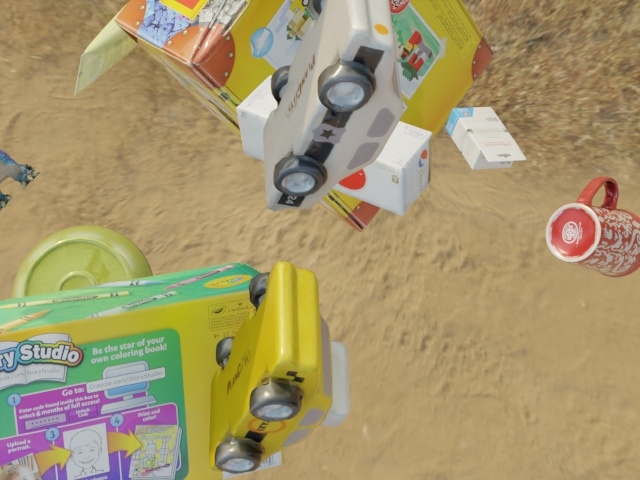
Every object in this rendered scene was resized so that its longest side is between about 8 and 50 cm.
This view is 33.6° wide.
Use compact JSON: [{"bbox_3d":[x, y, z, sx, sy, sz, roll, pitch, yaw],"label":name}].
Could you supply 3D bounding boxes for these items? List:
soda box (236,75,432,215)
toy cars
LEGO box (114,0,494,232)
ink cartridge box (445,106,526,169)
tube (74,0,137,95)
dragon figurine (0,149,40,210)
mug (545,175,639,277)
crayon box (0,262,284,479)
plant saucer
[{"bbox_3d":[0.015,-0.107,1.177,0.216,0.069,0.074,23,142,25],"label":"soda box"},{"bbox_3d":[0.000,0.000,0.747,0.087,0.176,0.393,9,103,-17],"label":"toy cars"},{"bbox_3d":[0.003,-0.298,1.589,0.193,0.500,0.372,34,85,39],"label":"LEGO box"},{"bbox_3d":[0.168,-0.099,1.080,0.048,0.083,0.028,-5,137,-24],"label":"ink cartridge box"},{"bbox_3d":[-0.297,-0.319,1.611,0.062,0.240,0.070,6,136,35],"label":"tube"},{"bbox_3d":[-0.439,-0.113,1.337,0.085,0.289,0.144,-45,109,-9],"label":"dragon figurine"},{"bbox_3d":[0.424,-0.019,1.669,0.113,0.169,0.150,-32,66,31],"label":"mug"},{"bbox_3d":[-0.171,0.123,0.857,0.278,0.081,0.165,-9,106,-25],"label":"crayon box"},{"bbox_3d":[-0.390,0.088,1.724,0.241,0.037,0.241,-1,79,4],"label":"plant saucer"}]
